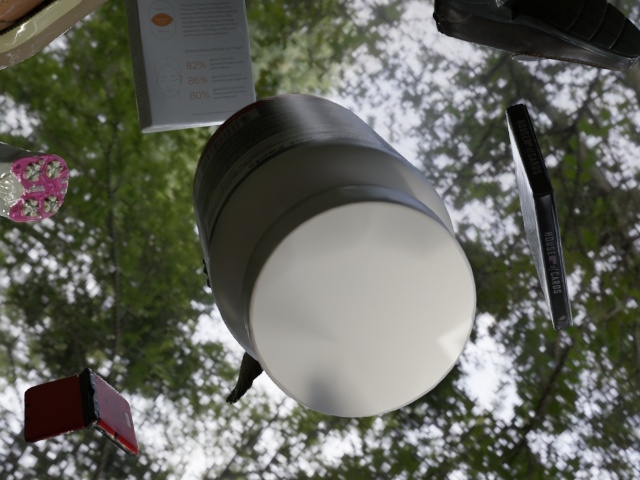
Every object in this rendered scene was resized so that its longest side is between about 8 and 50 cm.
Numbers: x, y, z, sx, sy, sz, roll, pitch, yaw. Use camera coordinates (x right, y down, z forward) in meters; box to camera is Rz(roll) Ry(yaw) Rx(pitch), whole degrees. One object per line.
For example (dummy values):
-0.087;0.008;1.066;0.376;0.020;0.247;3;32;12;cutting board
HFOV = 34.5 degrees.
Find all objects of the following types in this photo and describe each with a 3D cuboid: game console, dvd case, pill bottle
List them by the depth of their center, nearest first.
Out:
0.000;0.000;0.916;0.210;0.210;0.363;-43;-160;5;pill bottle
0.279;-0.029;1.315;0.029;0.238;0.179;-13;-139;8;dvd case
-0.315;0.238;1.359;0.085;0.124;0.144;-42;-154;3;game console

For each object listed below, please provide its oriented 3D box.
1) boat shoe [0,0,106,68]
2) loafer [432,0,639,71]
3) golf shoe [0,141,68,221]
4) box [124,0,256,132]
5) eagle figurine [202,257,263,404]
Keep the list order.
-0.117;-0.232;0.602;0.111;0.104;0.307;34;-105;30;boat shoe
0.168;-0.167;0.808;0.170;0.061;0.062;26;-126;14;loafer
-0.485;-0.085;1.365;0.140;0.306;0.115;24;-79;32;golf shoe
-0.155;-0.220;1.225;0.091;0.130;0.170;-175;-101;-72;box
-0.040;0.087;1.464;0.298;0.225;0.226;-16;-159;12;eagle figurine
